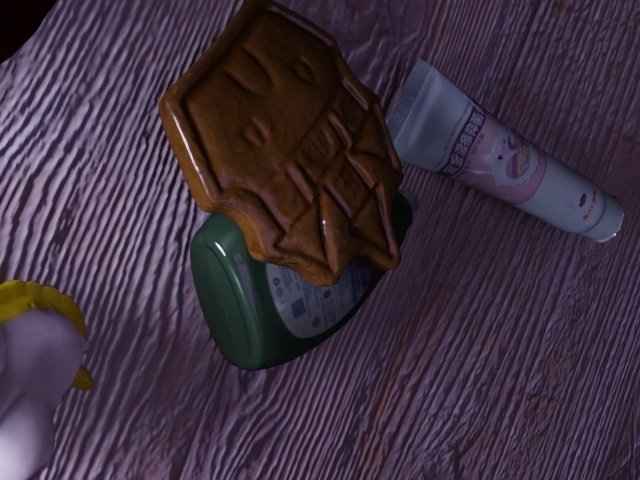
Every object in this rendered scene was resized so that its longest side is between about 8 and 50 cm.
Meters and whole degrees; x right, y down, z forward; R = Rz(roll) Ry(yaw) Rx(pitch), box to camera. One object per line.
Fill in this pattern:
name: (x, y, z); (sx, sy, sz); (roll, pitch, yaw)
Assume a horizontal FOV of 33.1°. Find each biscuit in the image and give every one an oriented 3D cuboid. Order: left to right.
biscuit: (-0.008, -0.059, 0.768); (0.215, 0.034, 0.182); (48, 53, -20)

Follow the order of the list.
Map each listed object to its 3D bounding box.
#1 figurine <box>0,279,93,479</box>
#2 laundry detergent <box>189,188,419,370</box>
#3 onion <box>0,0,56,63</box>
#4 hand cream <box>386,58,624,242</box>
figurine: (-0.196, 0.078, 0.628); (0.178, 0.109, 0.129); (27, 57, -48)
laundry detergent: (0.000, 0.000, 0.823); (0.211, 0.063, 0.137); (-32, 113, -37)
onion: (-0.220, -0.182, 0.479); (0.246, 0.190, 0.246); (0, 90, -29)
hand cream: (0.173, -0.068, 0.995); (0.331, 0.058, 0.085); (22, 99, -40)
